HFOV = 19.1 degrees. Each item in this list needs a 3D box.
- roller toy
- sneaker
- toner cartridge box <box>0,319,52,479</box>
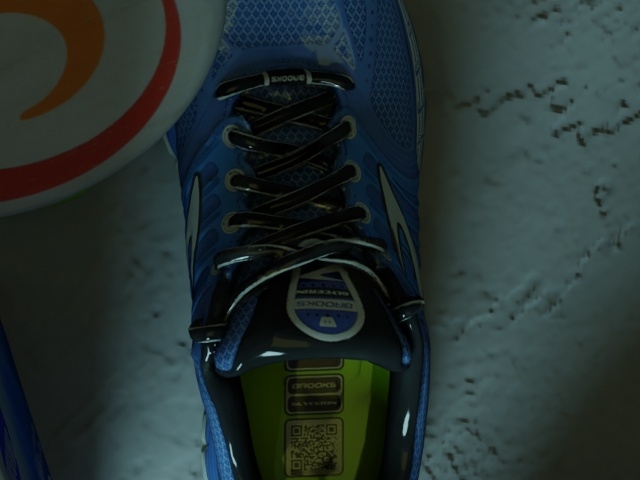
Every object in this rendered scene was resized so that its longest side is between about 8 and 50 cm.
[{"bbox_3d":[-0.143,-0.120,0.762,0.191,0.146,0.209,11,129,-35],"label":"roller toy"},{"bbox_3d":[0.000,0.000,0.825,0.130,0.147,0.330,-8,97,-8],"label":"sneaker"},{"bbox_3d":[-0.136,0.118,0.716,0.075,0.348,0.165,-19,100,-7],"label":"toner cartridge box"}]
